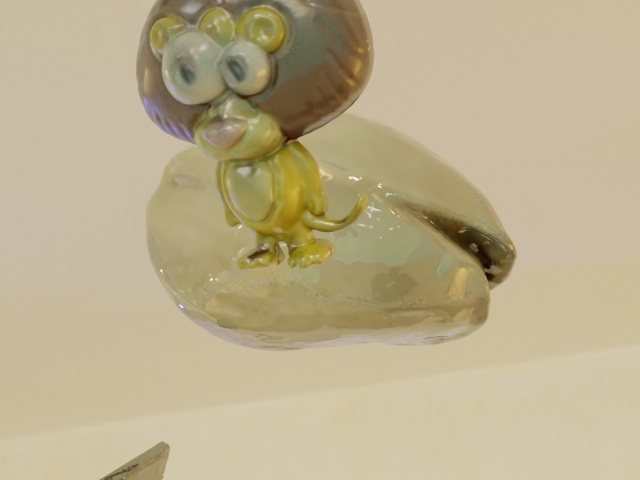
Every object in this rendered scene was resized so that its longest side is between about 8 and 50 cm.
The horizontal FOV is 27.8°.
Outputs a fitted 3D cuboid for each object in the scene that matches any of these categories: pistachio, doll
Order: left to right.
[{"bbox_3d":[-0.028,-0.079,0.728,0.145,0.188,0.096,-30,-4,32],"label":"doll"},{"bbox_3d":[0.000,0.000,1.056,0.332,0.207,0.226,3,-44,34],"label":"pistachio"}]

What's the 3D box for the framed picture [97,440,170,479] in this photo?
[{"bbox_3d":[-0.212,0.328,1.125,0.019,0.209,0.281,22,-75,18],"label":"framed picture"}]
